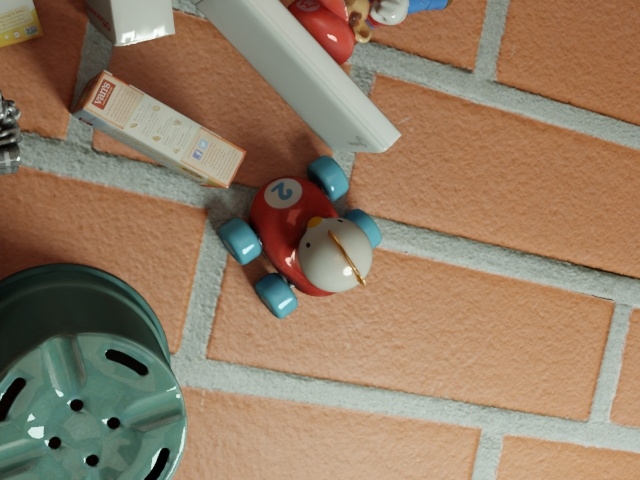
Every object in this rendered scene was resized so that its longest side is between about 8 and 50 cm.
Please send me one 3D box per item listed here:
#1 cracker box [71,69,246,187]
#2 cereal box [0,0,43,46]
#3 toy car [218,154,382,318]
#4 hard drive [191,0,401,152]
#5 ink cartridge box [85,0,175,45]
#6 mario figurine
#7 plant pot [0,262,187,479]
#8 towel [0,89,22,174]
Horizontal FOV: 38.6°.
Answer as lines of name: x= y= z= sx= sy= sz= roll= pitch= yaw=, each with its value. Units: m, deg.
cracker box: x=-0.239 y=-0.158 z=1.339 sx=0.232 sy=0.155 sz=0.067 roll=28 pitch=84 yaw=-21
cereal box: x=-0.498 y=-0.375 z=1.241 sx=0.173 sy=0.047 sz=0.240 roll=-19 pitch=117 yaw=-12
toy car: x=0.000 y=0.000 z=1.400 sx=0.219 sy=0.238 sz=0.210 roll=-36 pitch=106 yaw=-15
hard drive: x=-0.051 y=-0.270 z=1.359 sx=0.353 sy=0.233 sz=0.047 roll=45 pitch=81 yaw=-18
ink cartridge box: x=-0.278 y=-0.400 z=1.266 sx=0.092 sy=0.160 sz=0.219 roll=-16 pitch=124 yaw=-22
mario figurine: x=0.073 y=-0.387 z=1.391 sx=0.320 sy=0.198 sz=0.170 roll=-32 pitch=93 yaw=-38
plant pot: x=-0.338 y=0.220 z=1.240 sx=0.341 sy=0.334 sz=0.341 roll=-2 pitch=96 yaw=-21
towel: x=-0.507 y=-0.125 z=1.172 sx=0.235 sy=0.283 sz=0.121 roll=-6 pitch=98 yaw=-19
